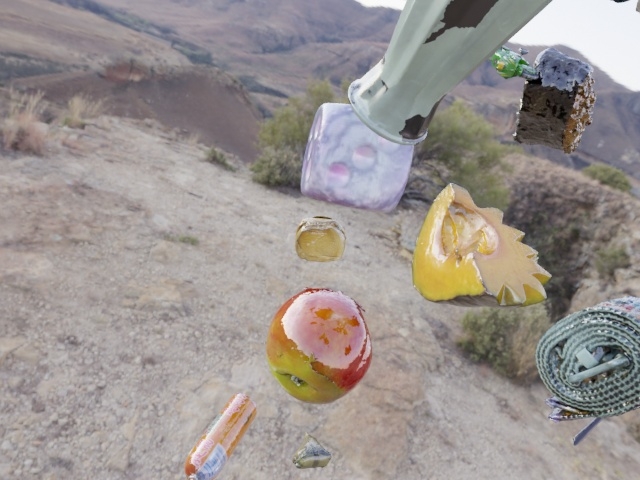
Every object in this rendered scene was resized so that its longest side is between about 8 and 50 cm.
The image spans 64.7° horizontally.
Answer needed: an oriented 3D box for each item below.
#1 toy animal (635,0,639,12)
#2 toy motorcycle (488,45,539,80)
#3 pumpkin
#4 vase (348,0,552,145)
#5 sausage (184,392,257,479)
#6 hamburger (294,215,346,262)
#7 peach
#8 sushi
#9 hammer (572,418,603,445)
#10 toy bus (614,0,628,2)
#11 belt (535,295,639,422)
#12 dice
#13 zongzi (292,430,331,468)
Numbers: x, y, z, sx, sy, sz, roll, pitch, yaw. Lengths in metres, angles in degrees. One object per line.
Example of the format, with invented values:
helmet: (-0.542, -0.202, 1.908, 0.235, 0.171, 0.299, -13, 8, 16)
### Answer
toy animal: (0.899, -0.589, 1.163, 0.188, 0.266, 0.307, 41, 18, -13)
toy motorcycle: (0.499, -0.473, 1.346, 0.106, 0.074, 0.190, 3, 39, -17)
pumpkin: (0.235, 0.047, 0.775, 0.131, 0.149, 0.253, 19, 36, -18)
vase: (0.161, -0.259, 0.503, 0.165, 0.360, 0.165, 17, 48, -20)
sausage: (-0.200, 0.399, 1.004, 0.071, 0.071, 0.234, 26, 22, 7)
hamburger: (0.000, 0.001, 2.030, 0.214, 0.213, 0.108, 17, 35, -18)
peach: (0.005, 0.317, 1.593, 0.371, 0.369, 0.370, 20, 20, -8)
sushi: (0.680, -0.405, 1.443, 0.208, 0.234, 0.348, 24, -5, 23)
hammer: (0.733, 0.487, 1.359, 0.065, 0.178, 0.021, 38, -21, 47)
toy bus: (0.617, -0.575, 1.095, 0.166, 0.065, 0.047, 19, 12, -19)
belt: (0.566, 0.239, 1.022, 0.161, 0.295, 0.206, -10, 69, -36)
dice: (0.099, -0.232, 1.453, 0.271, 0.270, 0.270, 11, 7, -9)
zongzi: (-0.030, 0.374, 0.918, 0.076, 0.040, 0.083, 21, 15, -43)
